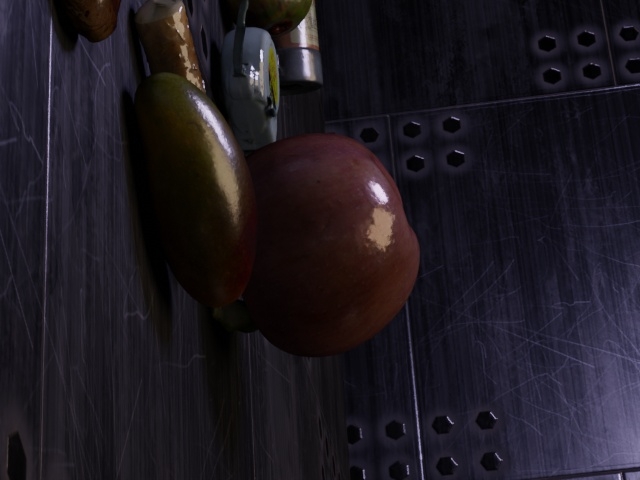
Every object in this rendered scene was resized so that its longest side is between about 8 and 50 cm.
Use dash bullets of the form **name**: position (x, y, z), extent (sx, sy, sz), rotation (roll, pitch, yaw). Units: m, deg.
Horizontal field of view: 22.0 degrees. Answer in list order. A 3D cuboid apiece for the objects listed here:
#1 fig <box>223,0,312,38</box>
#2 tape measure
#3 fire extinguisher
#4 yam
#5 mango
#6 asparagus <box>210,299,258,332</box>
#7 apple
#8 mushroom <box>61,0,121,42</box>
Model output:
- **fig**: position (-0.110, -0.425, 2.499), extent (0.149, 0.149, 0.245), rotation (52, 12, -80)
- **tape measure**: position (-0.111, -0.274, 2.260), extent (0.330, 0.084, 0.164), rotation (79, 4, -49)
- **fire extinguisher**: position (-0.072, -0.443, 2.771), extent (0.200, 0.113, 0.376), rotation (51, 32, -79)
- **yam**: position (-0.148, -0.118, 1.785), extent (0.066, 0.066, 0.299), rotation (-84, 166, -69)
- **mango**: position (-0.125, -0.048, 1.697), extent (0.133, 0.111, 0.267), rotation (-63, 143, -60)
- **asparagus**: position (-0.107, 0.094, 2.094), extent (0.178, 0.041, 0.045), rotation (40, 35, -81)
- **apple**: position (0.000, 0.000, 2.108), extent (0.305, 0.235, 0.306), rotation (64, 4, -8)
- **mushroom**: position (-0.199, -0.234, 1.436), extent (0.123, 0.052, 0.123), rotation (-6, 90, -81)
